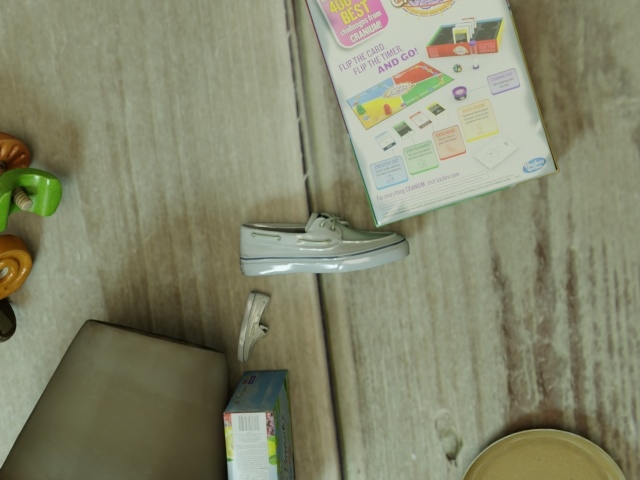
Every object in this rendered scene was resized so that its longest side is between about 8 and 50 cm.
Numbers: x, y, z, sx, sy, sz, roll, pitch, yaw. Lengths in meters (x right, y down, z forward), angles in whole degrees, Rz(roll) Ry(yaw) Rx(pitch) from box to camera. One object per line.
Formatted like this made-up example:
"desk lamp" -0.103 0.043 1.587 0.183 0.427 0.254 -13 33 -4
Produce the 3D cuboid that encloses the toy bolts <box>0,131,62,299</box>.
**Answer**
"toy bolts" -0.487 -0.033 1.320 0.158 0.228 0.218 41 127 25

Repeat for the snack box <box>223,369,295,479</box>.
"snack box" -0.076 0.294 1.332 0.070 0.174 0.207 -4 99 5

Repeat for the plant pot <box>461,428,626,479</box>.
"plant pot" 0.301 0.364 1.381 0.236 0.032 0.236 1 100 5

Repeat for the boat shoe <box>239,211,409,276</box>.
"boat shoe" 0.000 0.000 1.320 0.226 0.083 0.075 -7 100 7

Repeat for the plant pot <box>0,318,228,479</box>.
"plant pot" -0.247 0.256 1.298 0.323 0.323 0.280 13 85 3

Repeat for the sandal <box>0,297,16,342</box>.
"sandal" -0.516 0.084 1.386 0.219 0.090 0.060 24 118 0

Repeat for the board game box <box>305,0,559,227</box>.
"board game box" 0.139 -0.202 1.282 0.242 0.064 0.316 -16 98 8

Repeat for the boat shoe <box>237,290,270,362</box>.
"boat shoe" -0.088 0.120 1.376 0.035 0.035 0.100 13 94 6
